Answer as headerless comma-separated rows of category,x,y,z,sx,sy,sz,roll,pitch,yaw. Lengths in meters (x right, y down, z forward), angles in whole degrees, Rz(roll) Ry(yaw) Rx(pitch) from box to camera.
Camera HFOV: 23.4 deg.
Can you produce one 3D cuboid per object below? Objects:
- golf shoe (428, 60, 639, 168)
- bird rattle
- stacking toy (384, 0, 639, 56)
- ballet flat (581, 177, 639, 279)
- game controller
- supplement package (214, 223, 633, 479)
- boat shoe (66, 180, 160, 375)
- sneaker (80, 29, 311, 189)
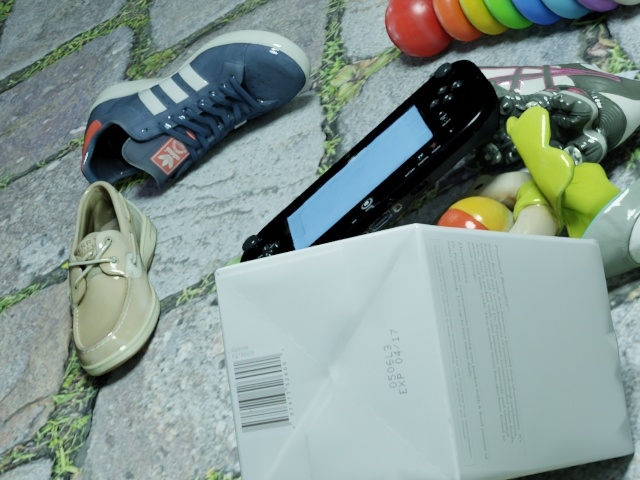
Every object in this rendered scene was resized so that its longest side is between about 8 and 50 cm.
golf shoe,0.221,-0.134,1.578,0.120,0.105,0.273,-27,27,-27
bird rattle,0.163,0.013,1.429,0.253,0.143,0.207,-57,23,-11
stacking toy,0.215,-0.288,1.769,0.330,0.141,0.141,-18,34,40
ballet flat,0.314,-0.034,1.348,0.213,0.072,0.068,-41,35,-10
game controller,0.045,-0.052,1.516,0.319,0.067,0.166,-42,13,10
supplement package,0.085,0.094,1.142,0.175,0.293,0.177,-14,80,33
boat shoe,-0.251,0.038,1.781,0.109,0.098,0.302,-27,31,15
sneaker,-0.164,-0.147,1.946,0.350,0.131,0.148,-19,40,36
